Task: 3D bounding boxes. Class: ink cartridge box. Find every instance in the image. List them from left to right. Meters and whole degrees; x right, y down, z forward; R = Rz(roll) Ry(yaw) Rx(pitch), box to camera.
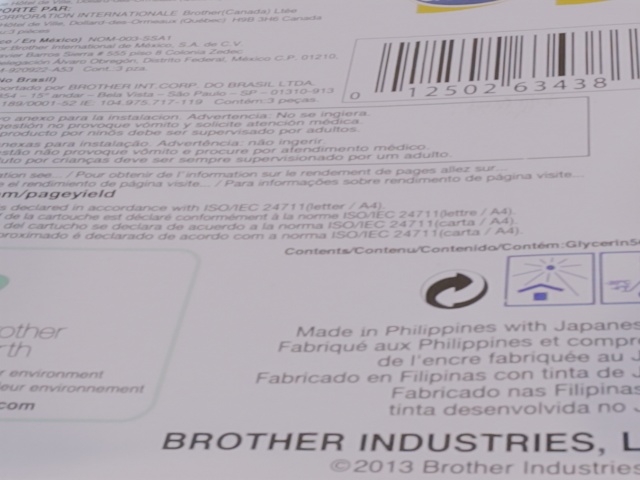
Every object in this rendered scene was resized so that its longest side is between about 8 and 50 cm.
[{"bbox_3d":[0.000,0.000,0.548,0.395,0.270,0.151,-78,-16,-52],"label":"ink cartridge box"}]
